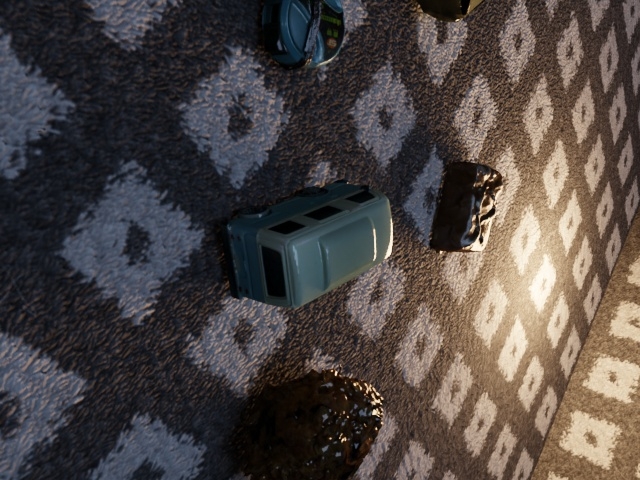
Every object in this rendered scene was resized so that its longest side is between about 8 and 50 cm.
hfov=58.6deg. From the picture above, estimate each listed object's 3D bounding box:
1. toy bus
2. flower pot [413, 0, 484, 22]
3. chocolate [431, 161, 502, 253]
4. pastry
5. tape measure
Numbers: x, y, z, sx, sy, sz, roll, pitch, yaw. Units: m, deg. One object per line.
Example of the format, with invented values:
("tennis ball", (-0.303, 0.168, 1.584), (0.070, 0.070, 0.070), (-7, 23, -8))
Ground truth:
("toy bus", (0.000, 0.000, 0.886), (0.271, 0.165, 0.133), (-25, 117, -42))
("flower pot", (0.272, -0.515, 1.039), (0.202, 0.212, 0.212), (-53, 134, -13))
("chocolate", (0.335, -0.066, 1.294), (0.148, 0.093, 0.214), (5, 96, -47))
("pastry", (-0.020, 0.321, 0.954), (0.275, 0.193, 0.274), (-46, 156, -28))
("tape measure", (-0.022, -0.322, 0.842), (0.125, 0.081, 0.146), (-2, 101, -44))
